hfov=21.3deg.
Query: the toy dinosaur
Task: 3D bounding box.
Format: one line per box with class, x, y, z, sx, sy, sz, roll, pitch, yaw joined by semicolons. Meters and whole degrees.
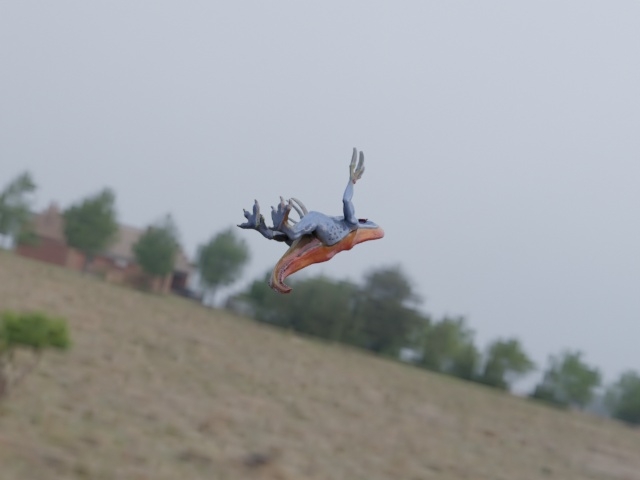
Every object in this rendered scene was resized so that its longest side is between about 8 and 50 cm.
toy dinosaur;0.000;0.000;0.844;0.082;0.090;0.047;21;-30;-38
